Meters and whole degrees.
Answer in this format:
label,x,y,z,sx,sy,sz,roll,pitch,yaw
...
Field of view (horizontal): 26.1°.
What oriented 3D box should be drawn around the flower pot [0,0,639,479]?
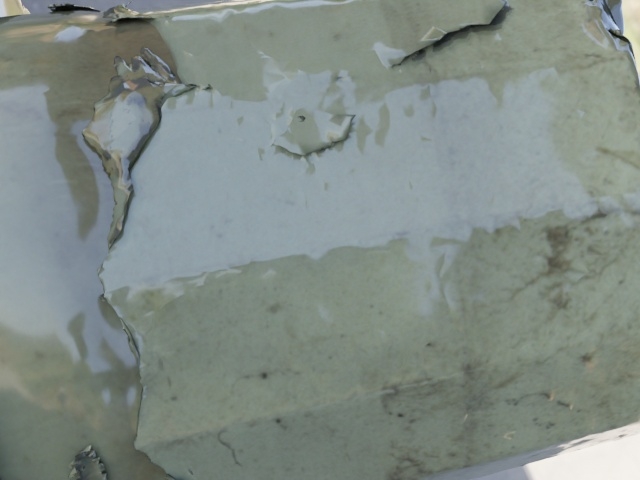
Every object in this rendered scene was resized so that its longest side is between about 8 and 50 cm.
label,x,y,z,sx,sy,sz,roll,pitch,yaw
flower pot,0.000,0.000,0.424,0.212,0.202,0.212,-12,90,-82
